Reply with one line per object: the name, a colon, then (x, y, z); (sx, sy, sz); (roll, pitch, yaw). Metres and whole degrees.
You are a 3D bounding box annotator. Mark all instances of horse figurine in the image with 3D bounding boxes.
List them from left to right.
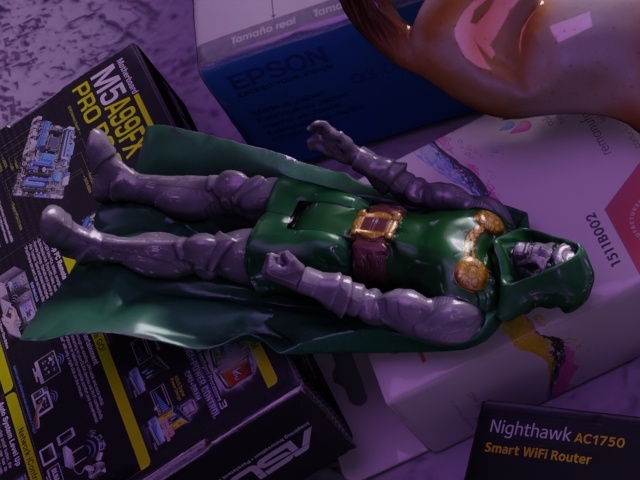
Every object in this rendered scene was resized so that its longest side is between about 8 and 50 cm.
horse figurine: (0.112, -0.106, 0.592); (0.263, 0.066, 0.174); (10, 91, 13)

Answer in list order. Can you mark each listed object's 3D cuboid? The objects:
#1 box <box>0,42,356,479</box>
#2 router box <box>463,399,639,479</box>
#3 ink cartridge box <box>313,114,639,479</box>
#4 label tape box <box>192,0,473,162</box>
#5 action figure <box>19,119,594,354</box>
box: (-0.130, 0.049, 0.702); (0.216, 0.060, 0.270); (-33, 47, 3)
router box: (0.138, 0.139, 0.553); (0.179, 0.046, 0.133); (3, 63, 26)
ink cartridge box: (0.073, 0.015, 0.641); (0.198, 0.067, 0.115); (-28, 55, 8)
label tape box: (0.051, -0.227, 0.768); (0.240, 0.106, 0.334); (-16, 57, 15)
action figure: (0.000, 0.000, 0.598); (0.232, 0.063, 0.137); (8, 53, 18)
